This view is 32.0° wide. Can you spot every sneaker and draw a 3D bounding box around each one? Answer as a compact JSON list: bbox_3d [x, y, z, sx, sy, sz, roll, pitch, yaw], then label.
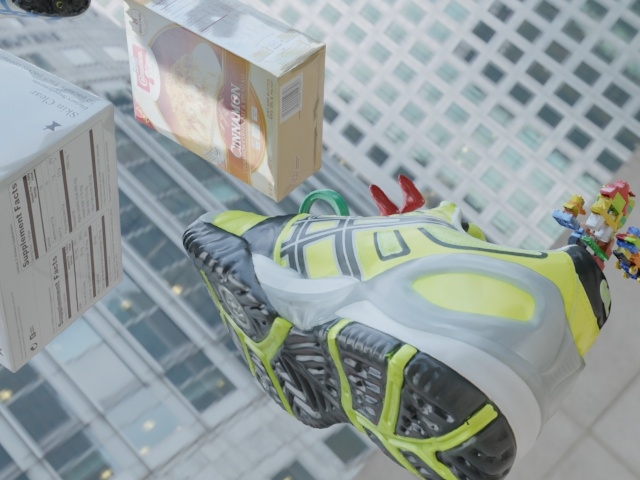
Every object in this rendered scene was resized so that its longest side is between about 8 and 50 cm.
[{"bbox_3d":[-0.383,-0.295,1.312,0.086,0.237,0.085,87,-171,-76],"label":"sneaker"},{"bbox_3d":[0.036,0.045,0.757,0.147,0.384,0.145,-37,-60,-20],"label":"sneaker"}]

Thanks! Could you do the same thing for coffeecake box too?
[{"bbox_3d":[-0.088,-0.143,1.017,0.068,0.185,0.142,-40,-32,-34],"label":"coffeecake box"}]

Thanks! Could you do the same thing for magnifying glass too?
[{"bbox_3d":[-0.013,0.025,1.705,0.026,0.092,0.231,-13,-47,-46],"label":"magnifying glass"}]

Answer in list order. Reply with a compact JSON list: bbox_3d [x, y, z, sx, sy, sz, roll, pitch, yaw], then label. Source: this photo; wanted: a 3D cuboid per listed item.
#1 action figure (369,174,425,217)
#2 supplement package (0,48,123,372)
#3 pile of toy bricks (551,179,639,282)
[{"bbox_3d":[0.000,0.000,1.408,0.091,0.139,0.280,-18,-27,-47],"label":"action figure"},{"bbox_3d":[-0.316,-0.053,0.945,0.145,0.261,0.204,-46,-27,-40],"label":"supplement package"},{"bbox_3d":[0.417,-0.030,1.594,0.212,0.118,0.105,39,-102,-44],"label":"pile of toy bricks"}]
